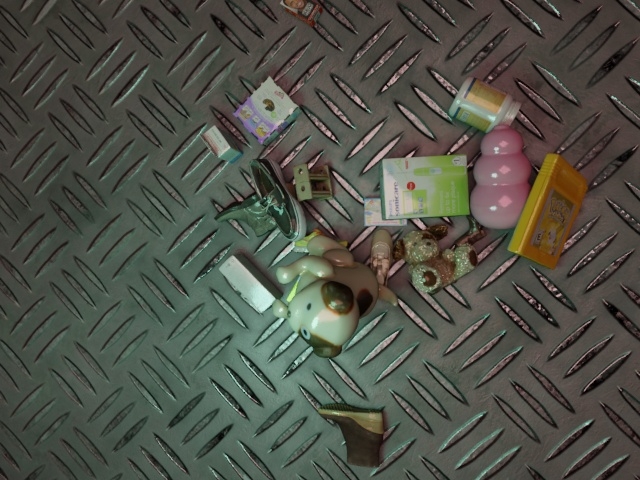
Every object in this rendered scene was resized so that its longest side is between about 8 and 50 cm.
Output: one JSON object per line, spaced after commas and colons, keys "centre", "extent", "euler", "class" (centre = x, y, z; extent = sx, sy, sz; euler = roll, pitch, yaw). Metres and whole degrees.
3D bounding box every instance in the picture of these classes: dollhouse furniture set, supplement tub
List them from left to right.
{"centre": [-0.072, -0.202, 1.685], "extent": [0.184, 0.129, 0.128], "euler": [-9, 89, 39], "class": "dollhouse furniture set"}
{"centre": [0.553, -0.451, 1.548], "extent": [0.200, 0.144, 0.144], "euler": [29, 96, 7], "class": "supplement tub"}

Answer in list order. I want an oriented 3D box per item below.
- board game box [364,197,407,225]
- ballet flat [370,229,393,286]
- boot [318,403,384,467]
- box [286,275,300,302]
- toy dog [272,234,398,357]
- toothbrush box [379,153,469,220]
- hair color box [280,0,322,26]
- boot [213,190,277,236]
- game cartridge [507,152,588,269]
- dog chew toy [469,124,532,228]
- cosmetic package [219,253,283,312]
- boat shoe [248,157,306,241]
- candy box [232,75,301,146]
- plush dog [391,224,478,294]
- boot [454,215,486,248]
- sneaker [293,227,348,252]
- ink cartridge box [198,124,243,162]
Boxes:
{"centre": [0.237, -0.104, 1.666], "extent": [0.154, 0.026, 0.103], "euler": [0, 91, 9], "class": "board game box"}
{"centre": [0.217, 0.084, 1.646], "extent": [0.086, 0.086, 0.248], "euler": [4, 92, 9], "class": "ballet flat"}
{"centre": [0.106, 0.716, 1.672], "extent": [0.249, 0.090, 0.206], "euler": [6, 90, 5], "class": "boot"}
{"centre": [-0.038, 0.172, 1.709], "extent": [0.109, 0.042, 0.178], "euler": [29, 96, 7], "class": "box"}
{"centre": [0.032, 0.204, 1.455], "extent": [0.396, 0.408, 0.284], "euler": [25, 107, 7], "class": "toy dog"}
{"centre": [0.353, -0.179, 1.580], "extent": [0.284, 0.122, 0.206], "euler": [-2, 90, 1], "class": "toothbrush box"}
{"centre": [-0.070, -0.862, 1.691], "extent": [0.141, 0.043, 0.072], "euler": [34, 97, 8], "class": "hair color box"}
{"centre": [-0.273, -0.074, 1.719], "extent": [0.247, 0.083, 0.161], "euler": [-21, 111, 28], "class": "boot"}
{"centre": [0.744, -0.082, 1.476], "extent": [0.053, 0.286, 0.323], "euler": [27, 98, 49], "class": "game cartridge"}
{"centre": [0.593, -0.209, 1.499], "extent": [0.207, 0.206, 0.331], "euler": [-4, 102, 9], "class": "dog chew toy"}
{"centre": [-0.257, 0.157, 1.708], "extent": [0.085, 0.117, 0.231], "euler": [-45, 83, 8], "class": "cosmetic package"}
{"centre": [-0.166, -0.140, 1.605], "extent": [0.121, 0.119, 0.335], "euler": [-40, 70, 35], "class": "boat shoe"}
{"centre": [-0.197, -0.479, 1.707], "extent": [0.196, 0.070, 0.165], "euler": [-43, 84, 8], "class": "candy box"}
{"centre": [0.374, 0.062, 1.594], "extent": [0.263, 0.210, 0.225], "euler": [-23, 72, -18], "class": "plush dog"}
{"centre": [0.511, -0.023, 1.622], "extent": [0.114, 0.037, 0.106], "euler": [-38, 83, 13], "class": "boot"}
{"centre": [0.000, 0.000, 1.681], "extent": [0.209, 0.081, 0.094], "euler": [0, 89, 10], "class": "sneaker"}
{"centre": [-0.362, -0.354, 1.680], "extent": [0.062, 0.181, 0.104], "euler": [-37, 86, 8], "class": "ink cartridge box"}
